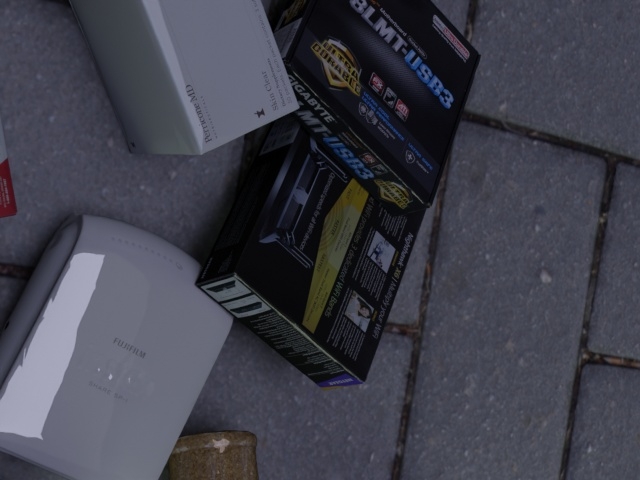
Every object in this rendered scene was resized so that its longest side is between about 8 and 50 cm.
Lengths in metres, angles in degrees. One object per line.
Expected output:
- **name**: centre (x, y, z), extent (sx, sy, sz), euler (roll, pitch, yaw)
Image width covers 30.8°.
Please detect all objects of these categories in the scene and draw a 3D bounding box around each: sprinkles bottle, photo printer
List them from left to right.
- **photo printer**: centre (-0.256, 0.136, 1.401), extent (0.256, 0.107, 0.307), euler (33, 76, -30)
- **sprinkles bottle**: centre (-0.120, 0.418, 1.432), extent (0.121, 0.121, 0.355), euler (4, 70, -33)

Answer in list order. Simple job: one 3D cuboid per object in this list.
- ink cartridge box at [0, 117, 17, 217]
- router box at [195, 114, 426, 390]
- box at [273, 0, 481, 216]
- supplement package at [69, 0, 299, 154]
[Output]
- **ink cartridge box**: centre (-0.441, -0.074, 1.289), extent (0.175, 0.072, 0.127), euler (-14, 102, -32)
- **router box**: centre (0.000, 0.000, 1.514), extent (0.243, 0.081, 0.308), euler (43, 52, -27)
- **box**: centre (0.073, -0.233, 1.552), extent (0.295, 0.073, 0.293), euler (43, 52, -28)
- **supplement package**: centre (-0.173, -0.246, 1.369), extent (0.145, 0.204, 0.261), euler (-30, 109, -27)
